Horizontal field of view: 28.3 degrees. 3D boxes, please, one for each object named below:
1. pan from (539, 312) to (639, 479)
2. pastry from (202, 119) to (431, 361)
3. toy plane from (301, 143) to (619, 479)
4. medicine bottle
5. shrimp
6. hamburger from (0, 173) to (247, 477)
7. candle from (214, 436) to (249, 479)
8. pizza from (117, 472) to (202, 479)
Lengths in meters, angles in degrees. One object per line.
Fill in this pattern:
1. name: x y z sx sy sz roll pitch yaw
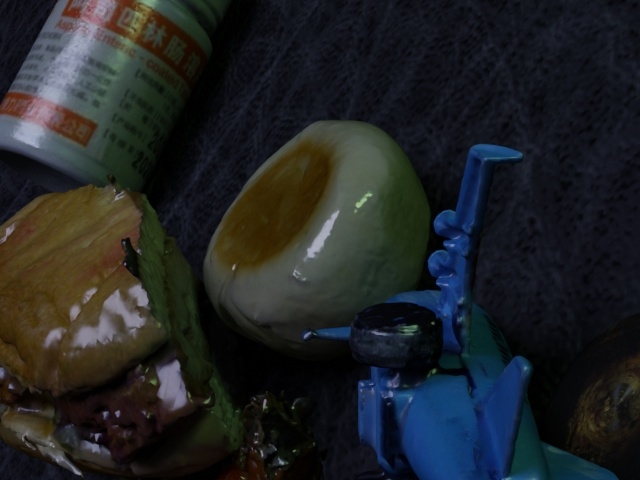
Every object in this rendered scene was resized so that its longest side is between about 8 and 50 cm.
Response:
1. pan: 0.147 0.118 0.543 0.115 0.040 0.212 -42 35 31
2. pastry: 0.000 0.000 0.788 0.156 0.092 0.156 -29 43 31
3. toy plane: 0.058 0.073 0.607 0.271 0.105 0.254 -131 40 -72
4. medicine bottle: -0.173 -0.159 1.104 0.144 0.144 0.252 5 65 54
5. shrimp: -0.017 0.136 0.652 0.043 0.184 0.091 4 41 7
6. hamburger: -0.151 0.061 0.846 0.245 0.155 0.282 -24 27 20
7. candle: -0.051 0.182 0.749 0.162 0.053 0.048 -87 2 -47
8. pizza: -0.121 0.217 0.800 0.134 0.046 0.175 -42 36 22
